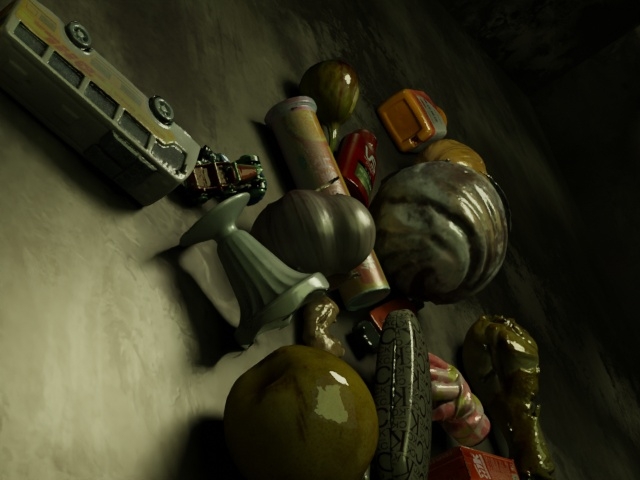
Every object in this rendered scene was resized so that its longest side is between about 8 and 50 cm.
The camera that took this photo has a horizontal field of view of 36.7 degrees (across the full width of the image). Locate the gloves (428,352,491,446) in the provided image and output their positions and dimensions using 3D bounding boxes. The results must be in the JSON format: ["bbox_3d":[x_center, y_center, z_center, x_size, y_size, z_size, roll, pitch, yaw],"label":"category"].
[{"bbox_3d":[0.212,0.277,1.780,0.241,0.126,0.145,51,26,-29],"label":"gloves"}]

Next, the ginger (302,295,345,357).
[{"bbox_3d":[0.010,0.194,1.562,0.089,0.075,0.288,42,24,-34],"label":"ginger"}]

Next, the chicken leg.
[{"bbox_3d":[0.402,0.341,2.036,0.153,0.201,0.429,6,55,-25],"label":"chicken leg"}]

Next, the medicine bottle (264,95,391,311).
[{"bbox_3d":[0.016,-0.074,1.853,0.108,0.108,0.426,12,50,-58],"label":"medicine bottle"}]

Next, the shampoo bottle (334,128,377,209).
[{"bbox_3d":[0.074,-0.151,2.090,0.118,0.076,0.314,57,22,-19],"label":"shampoo bottle"}]

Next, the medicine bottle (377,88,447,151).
[{"bbox_3d":[0.261,-0.322,2.613,0.149,0.112,0.222,61,24,8],"label":"medicine bottle"}]

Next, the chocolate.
[{"bbox_3d":[0.237,0.016,1.901,0.303,0.303,0.213,47,22,-22],"label":"chocolate"}]

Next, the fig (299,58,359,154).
[{"bbox_3d":[0.024,-0.274,2.118,0.149,0.149,0.245,20,65,-54],"label":"fig"}]

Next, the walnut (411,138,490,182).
[{"bbox_3d":[0.334,-0.155,2.465,0.222,0.195,0.195,34,32,-54],"label":"walnut"}]

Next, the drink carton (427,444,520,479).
[{"bbox_3d":[0.271,0.427,1.725,0.223,0.096,0.071,27,38,-49],"label":"drink carton"}]

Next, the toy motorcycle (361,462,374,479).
[{"bbox_3d":[0.037,0.331,1.409,0.225,0.073,0.152,-53,128,-72],"label":"toy motorcycle"}]

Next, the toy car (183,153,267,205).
[{"bbox_3d":[-0.153,-0.101,1.553,0.143,0.054,0.073,-9,76,-29],"label":"toy car"}]

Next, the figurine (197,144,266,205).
[{"bbox_3d":[-0.154,-0.104,1.632,0.136,0.079,0.077,24,63,-18],"label":"figurine"}]

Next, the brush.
[{"bbox_3d":[0.136,0.158,1.868,0.070,0.051,0.323,54,26,10],"label":"brush"}]

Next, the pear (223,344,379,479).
[{"bbox_3d":[-0.019,0.245,1.269,0.209,0.209,0.208,43,27,-29],"label":"pear"}]

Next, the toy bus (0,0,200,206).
[{"bbox_3d":[-0.321,-0.193,1.366,0.342,0.097,0.138,43,29,-27],"label":"toy bus"}]

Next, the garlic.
[{"bbox_3d":[0.000,0.000,1.664,0.207,0.207,0.256,53,25,-8],"label":"garlic"}]

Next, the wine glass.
[{"bbox_3d":[-0.101,0.042,1.432,0.196,0.165,0.165,55,23,8],"label":"wine glass"}]

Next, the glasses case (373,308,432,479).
[{"bbox_3d":[0.136,0.269,1.585,0.354,0.085,0.137,-83,157,-44],"label":"glasses case"}]
